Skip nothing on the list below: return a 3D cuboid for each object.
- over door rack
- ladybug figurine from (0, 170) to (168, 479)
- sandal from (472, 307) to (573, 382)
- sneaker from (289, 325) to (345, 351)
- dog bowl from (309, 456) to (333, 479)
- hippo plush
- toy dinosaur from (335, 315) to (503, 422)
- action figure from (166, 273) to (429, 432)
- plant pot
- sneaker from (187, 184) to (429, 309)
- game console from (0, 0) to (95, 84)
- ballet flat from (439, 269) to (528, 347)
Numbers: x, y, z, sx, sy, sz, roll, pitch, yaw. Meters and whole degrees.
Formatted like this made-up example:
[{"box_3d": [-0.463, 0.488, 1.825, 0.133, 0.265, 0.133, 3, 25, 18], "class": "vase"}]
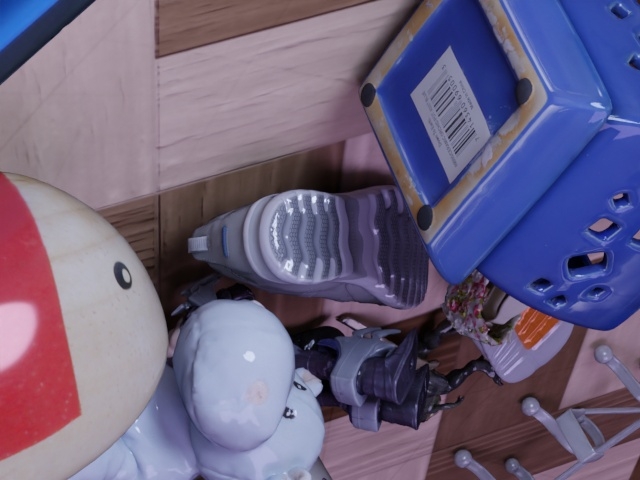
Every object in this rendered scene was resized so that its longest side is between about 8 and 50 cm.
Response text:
[{"box_3d": [0.245, 0.229, 2.005, 0.239, 0.108, 0.324, -41, 167, 25], "class": "over door rack"}, {"box_3d": [-0.319, 0.067, 1.192, 0.449, 0.305, 0.162, -17, 130, -24], "class": "ladybug figurine"}, {"box_3d": [0.163, 0.030, 1.707, 0.102, 0.076, 0.265, -37, 133, -5], "class": "sandal"}, {"box_3d": [-0.062, 0.120, 1.687, 0.170, 0.051, 0.089, -26, 153, 10], "class": "sneaker"}, {"box_3d": [-0.101, 0.390, 1.756, 0.408, 0.150, 0.408, -46, -175, 5], "class": "dog bowl"}, {"box_3d": [-0.123, 0.163, 1.421, 0.236, 0.234, 0.294, 0, 130, 15], "class": "hippo plush"}, {"box_3d": [0.112, 0.125, 1.823, 0.118, 0.064, 0.268, -23, 147, 7], "class": "toy dinosaur"}, {"box_3d": [-0.052, 0.119, 1.586, 0.285, 0.099, 0.185, 3, 137, 13], "class": "action figure"}, {"box_3d": [0.174, -0.094, 1.367, 0.212, 0.236, 0.236, 8, 137, -36], "class": "plant pot"}, {"box_3d": [0.000, 0.000, 1.539, 0.115, 0.105, 0.281, -2, 171, 34], "class": "sneaker"}, {"box_3d": [-0.194, -0.100, 1.037, 0.293, 0.250, 0.173, -44, 132, -10], "class": "game console"}, {"box_3d": [0.192, -0.006, 1.590, 0.091, 0.077, 0.241, 10, 115, -35], "class": "ballet flat"}]
